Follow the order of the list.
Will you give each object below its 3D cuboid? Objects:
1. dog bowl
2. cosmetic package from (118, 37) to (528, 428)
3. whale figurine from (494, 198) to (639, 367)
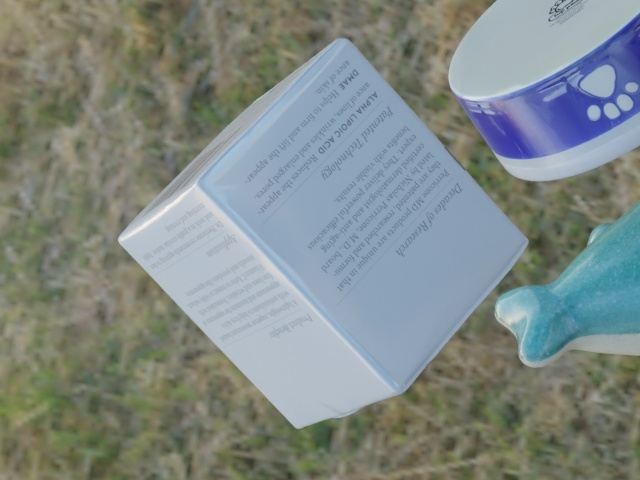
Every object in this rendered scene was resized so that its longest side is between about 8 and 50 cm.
[{"bbox_3d":[0.255,-0.182,1.709,0.265,0.104,0.265,-32,24,16],"label":"dog bowl"},{"bbox_3d":[0.000,0.000,1.176,0.151,0.184,0.151,-48,10,-28],"label":"cosmetic package"},{"bbox_3d":[0.302,0.031,1.724,0.216,0.272,0.141,-112,9,-55],"label":"whale figurine"}]
